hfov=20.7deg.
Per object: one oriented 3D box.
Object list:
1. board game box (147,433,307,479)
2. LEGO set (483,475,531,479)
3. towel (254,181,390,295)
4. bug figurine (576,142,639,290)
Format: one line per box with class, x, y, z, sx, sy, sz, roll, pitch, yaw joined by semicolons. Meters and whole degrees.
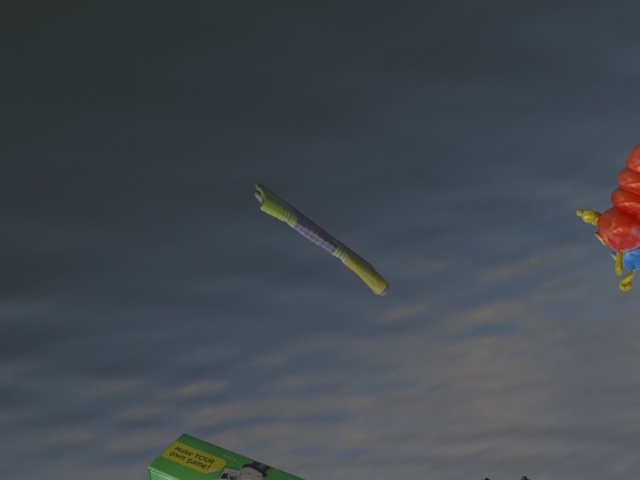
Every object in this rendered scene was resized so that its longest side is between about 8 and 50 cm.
board game box;0.031;0.271;1.195;0.046;0.317;0.213;-41;136;-41
LEGO set;0.157;0.203;1.363;0.054;0.023;0.083;21;-173;43
towel;0.000;0.000;0.917;0.009;0.083;0.060;-53;-167;4
bug figurine;0.273;-0.067;1.357;0.216;0.072;0.279;-64;166;0
